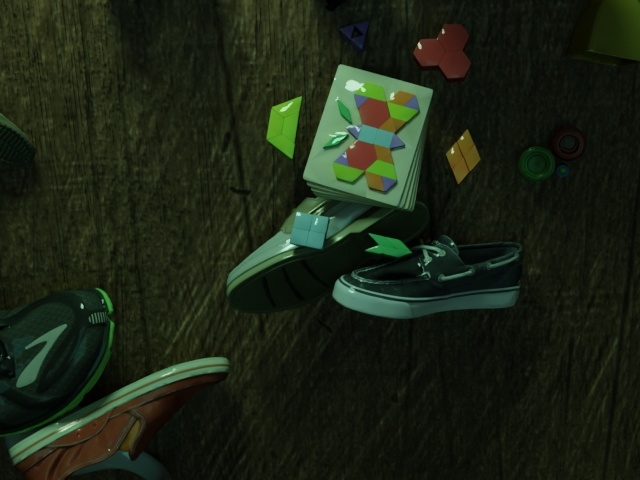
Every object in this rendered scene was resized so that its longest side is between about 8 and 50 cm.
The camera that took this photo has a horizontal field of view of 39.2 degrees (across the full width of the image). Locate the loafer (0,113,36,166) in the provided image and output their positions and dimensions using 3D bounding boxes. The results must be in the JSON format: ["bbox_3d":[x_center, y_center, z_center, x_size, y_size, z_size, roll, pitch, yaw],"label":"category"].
[{"bbox_3d":[-0.454,-0.156,1.222,0.148,0.050,0.056,36,105,-29],"label":"loafer"}]

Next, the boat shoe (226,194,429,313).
[{"bbox_3d":[0.000,0.000,1.269,0.302,0.103,0.113,-26,139,0],"label":"boat shoe"}]

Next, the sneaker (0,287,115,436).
[{"bbox_3d":[-0.512,0.179,1.221,0.483,0.202,0.185,-18,66,1],"label":"sneaker"}]

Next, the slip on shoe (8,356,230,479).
[{"bbox_3d":[-0.275,0.262,1.294,0.331,0.123,0.101,-27,85,-14],"label":"slip on shoe"}]

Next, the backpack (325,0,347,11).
[{"bbox_3d":[0.021,-0.372,1.160,0.084,0.105,0.114,-45,105,-14],"label":"backpack"}]

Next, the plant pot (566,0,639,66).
[{"bbox_3d":[0.395,-0.287,1.223,0.081,0.081,0.083,10,94,-7],"label":"plant pot"}]

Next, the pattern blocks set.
[{"bbox_3d":[0.070,-0.138,1.201,0.286,0.026,0.324,1,82,4],"label":"pattern blocks set"}]

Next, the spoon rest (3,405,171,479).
[{"bbox_3d":[-0.354,0.327,1.370,0.276,0.084,0.137,24,103,3],"label":"spoon rest"}]

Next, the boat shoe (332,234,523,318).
[{"bbox_3d":[0.159,0.042,1.258,0.301,0.108,0.102,-1,111,-24],"label":"boat shoe"}]

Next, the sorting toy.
[{"bbox_3d":[0.337,-0.121,1.293,0.102,0.042,0.061,-31,91,18],"label":"sorting toy"}]
